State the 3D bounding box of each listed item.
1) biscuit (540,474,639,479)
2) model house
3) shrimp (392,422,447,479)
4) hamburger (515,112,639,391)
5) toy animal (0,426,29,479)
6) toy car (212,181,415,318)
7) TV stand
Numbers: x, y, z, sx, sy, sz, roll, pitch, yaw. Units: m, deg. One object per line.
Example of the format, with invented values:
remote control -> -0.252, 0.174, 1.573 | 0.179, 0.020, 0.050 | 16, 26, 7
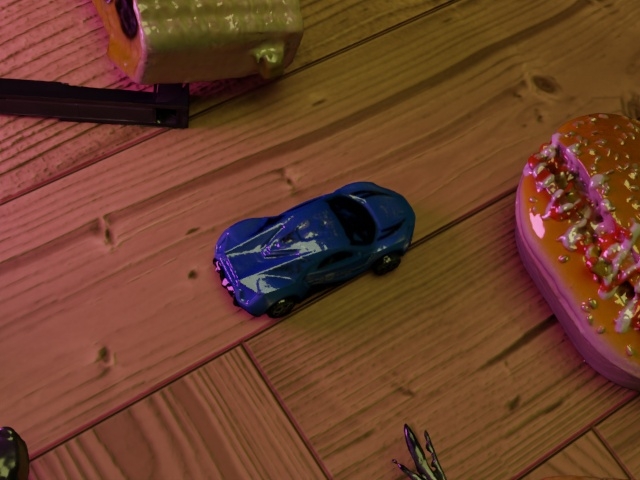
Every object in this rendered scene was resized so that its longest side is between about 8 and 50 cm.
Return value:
biscuit -> 0.302, 0.276, 0.844 | 0.247, 0.029, 0.118 | 5, 62, -7
model house -> -0.135, -0.270, 0.965 | 0.193, 0.174, 0.234 | -12, 60, -29
shrimp -> 0.187, 0.301, 0.743 | 0.172, 0.137, 0.372 | -27, 78, -3
hamburger -> 0.325, 0.009, 0.923 | 0.227, 0.151, 0.295 | -23, 66, -22
toy animal -> -0.210, 0.319, 0.700 | 0.168, 0.106, 0.343 | 10, 60, -13
toy car -> 0.000, 0.000, 0.921 | 0.216, 0.063, 0.103 | -22, 67, -18
TV stand -> -0.268, -0.157, 0.974 | 0.257, 0.040, 0.049 | 3, 62, -7
